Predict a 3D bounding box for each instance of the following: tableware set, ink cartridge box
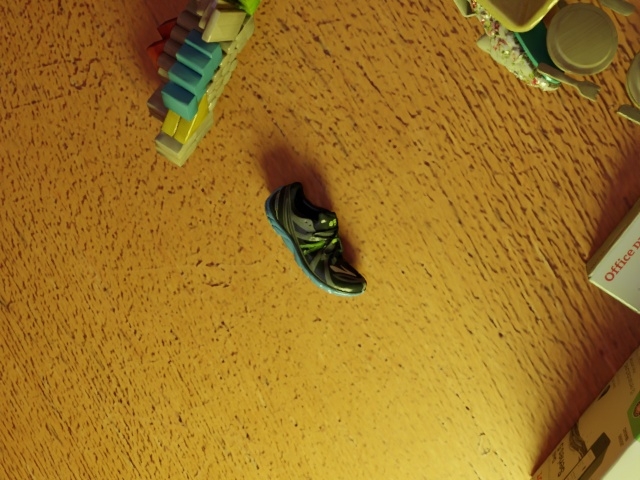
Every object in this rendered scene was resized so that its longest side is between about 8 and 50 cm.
[{"bbox_3d":[0.350,-0.210,0.882,0.194,0.039,0.128,25,84,-4],"label":"tableware set"},{"bbox_3d":[0.377,0.285,0.922,0.114,0.198,0.273,33,109,7],"label":"ink cartridge box"},{"bbox_3d":[0.435,0.038,0.913,0.175,0.072,0.127,35,110,6],"label":"ink cartridge box"}]

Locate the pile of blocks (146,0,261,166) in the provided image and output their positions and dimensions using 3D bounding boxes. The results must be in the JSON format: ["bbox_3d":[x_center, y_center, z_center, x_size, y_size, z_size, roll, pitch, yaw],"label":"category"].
[{"bbox_3d":[-0.166,-0.275,0.973,0.112,0.149,0.362,31,110,7],"label":"pile of blocks"}]

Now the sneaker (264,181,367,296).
[{"bbox_3d":[0.000,0.000,1.034,0.078,0.067,0.188,-39,87,27],"label":"sneaker"}]

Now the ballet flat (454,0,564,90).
[{"bbox_3d":[0.212,-0.280,0.909,0.077,0.091,0.241,-27,90,51],"label":"ballet flat"}]

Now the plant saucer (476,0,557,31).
[{"bbox_3d":[0.195,-0.438,0.746,0.333,0.081,0.333,43,140,1],"label":"plant saucer"}]
